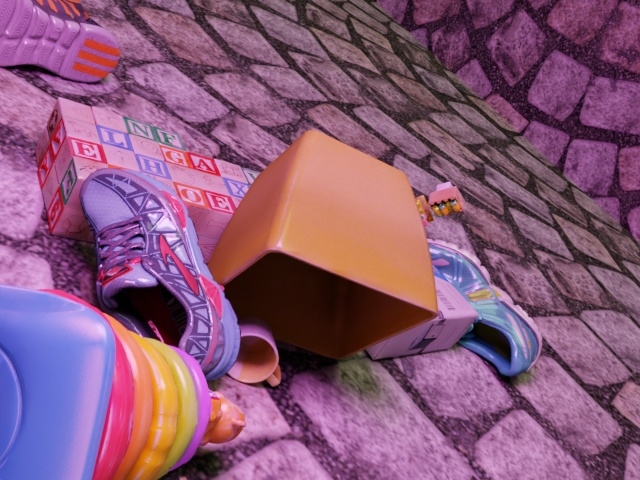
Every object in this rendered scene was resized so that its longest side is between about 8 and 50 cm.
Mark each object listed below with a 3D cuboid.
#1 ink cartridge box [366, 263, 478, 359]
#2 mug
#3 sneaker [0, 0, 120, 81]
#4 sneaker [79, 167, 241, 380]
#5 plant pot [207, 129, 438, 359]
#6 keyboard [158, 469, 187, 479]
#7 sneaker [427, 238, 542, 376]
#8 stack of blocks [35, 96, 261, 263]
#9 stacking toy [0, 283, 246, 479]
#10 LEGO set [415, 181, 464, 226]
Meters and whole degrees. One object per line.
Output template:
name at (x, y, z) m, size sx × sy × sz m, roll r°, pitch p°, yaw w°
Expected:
ink cartridge box at (0.114, 0.088, 1.130) m, size 0.190 × 0.082 × 0.139 m, roll 0°, pitch 41°, yaw -47°
mug at (-0.078, 0.125, 0.892) m, size 0.062 × 0.078 × 0.064 m, roll -3°, pitch 22°, yaw -2°
sneaker at (-0.470, -0.342, 1.175) m, size 0.321 × 0.124 × 0.180 m, roll 17°, pitch 25°, yaw -53°
sneaker at (-0.178, 0.026, 0.805) m, size 0.262 × 0.104 × 0.125 m, roll 55°, pitch 15°, yaw 14°
plant pot at (0.000, 0.000, 0.924) m, size 0.212 × 0.212 × 0.187 m, roll 22°, pitch 59°, yaw -24°
keyboard at (-0.231, 0.176, 0.645) m, size 0.201 × 0.033 × 0.317 m, roll 41°, pitch 28°, yaw 17°
sneaker at (0.227, 0.100, 1.227) m, size 0.275 × 0.107 × 0.110 m, roll 41°, pitch 36°, yaw 13°
stack of blocks at (-0.201, -0.065, 1.022) m, size 0.297 × 0.087 × 0.171 m, roll 14°, pitch 33°, yaw -36°
stacking toy at (-0.149, 0.136, 0.620) m, size 0.175 × 0.166 × 0.302 m, roll 5°, pitch -9°, yaw 30°
LEGO set at (0.079, -0.050, 1.269) m, size 0.287 × 0.132 × 0.107 m, roll 18°, pitch 27°, yaw 18°
